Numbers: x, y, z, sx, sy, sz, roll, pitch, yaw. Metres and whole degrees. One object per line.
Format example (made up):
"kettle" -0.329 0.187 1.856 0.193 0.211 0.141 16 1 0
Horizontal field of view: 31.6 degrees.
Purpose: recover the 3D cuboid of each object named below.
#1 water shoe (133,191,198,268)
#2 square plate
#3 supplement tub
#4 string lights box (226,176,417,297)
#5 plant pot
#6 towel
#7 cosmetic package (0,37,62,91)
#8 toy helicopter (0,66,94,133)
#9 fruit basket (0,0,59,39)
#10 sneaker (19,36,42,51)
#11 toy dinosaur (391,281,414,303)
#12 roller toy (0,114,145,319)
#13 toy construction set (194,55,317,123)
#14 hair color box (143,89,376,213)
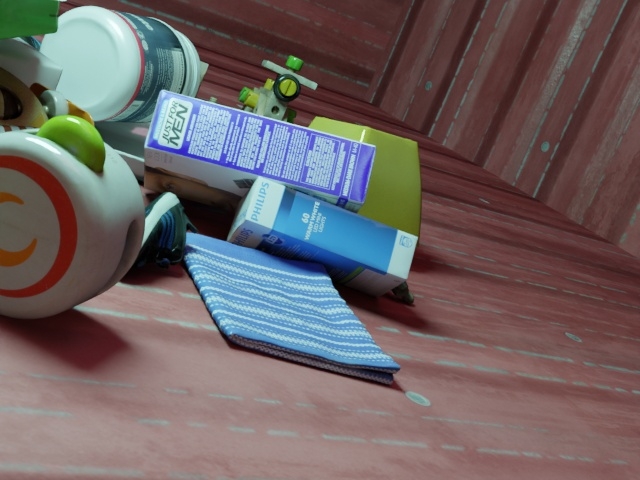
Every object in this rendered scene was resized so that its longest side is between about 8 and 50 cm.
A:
"water shoe" -0.210 0.001 1.475 0.080 0.073 0.203 48 26 -11
"square plate" -0.336 -0.167 1.993 0.344 0.049 0.347 19 14 -19
"supplement tub" -0.344 -0.301 1.981 0.191 0.191 0.272 27 14 17
"string lights box" 0.000 0.000 1.718 0.259 0.077 0.133 21 -20 -12
"plant pot" 0.060 -0.113 2.048 0.212 0.187 0.212 10 6 -43
"towel" -0.053 0.079 1.518 0.243 0.040 0.336 16 15 -24
"cosmetic package" -0.595 -0.252 1.662 0.197 0.155 0.365 34 18 36
"toy helicopter" -0.388 -0.128 1.555 0.355 0.140 0.235 41 33 8
"fruit basket" -0.528 -0.371 1.536 0.353 0.165 0.327 10 10 -18
"sneaker" -0.570 -0.351 2.163 0.139 0.125 0.341 19 15 -29
"toy dinosaur" 0.040 0.021 1.866 0.268 0.064 0.118 21 20 4
"roller toy" -0.290 -0.021 1.184 0.209 0.191 0.146 -15 5 16
"toy construction set" -0.145 -0.317 2.492 0.308 0.237 0.257 24 13 7
"hair color box" -0.100 -0.113 1.765 0.338 0.110 0.185 16 -19 -4
